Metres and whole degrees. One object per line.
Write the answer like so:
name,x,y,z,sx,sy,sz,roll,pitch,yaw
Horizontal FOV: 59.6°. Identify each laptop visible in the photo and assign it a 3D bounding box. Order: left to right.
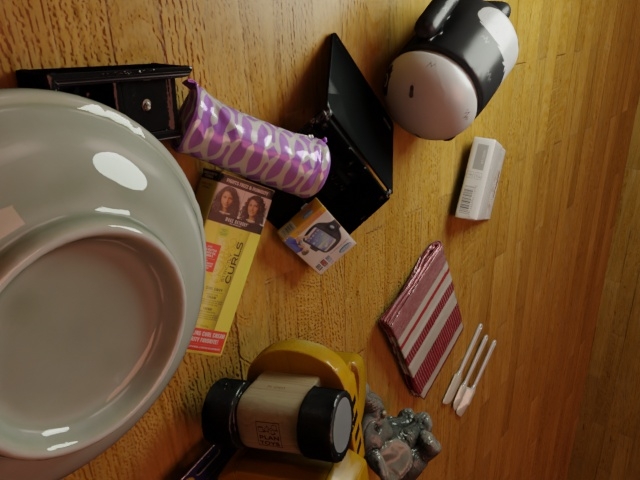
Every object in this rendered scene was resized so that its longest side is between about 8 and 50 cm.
laptop,0.008,-0.138,0.888,0.264,0.137,0.234,-42,138,5

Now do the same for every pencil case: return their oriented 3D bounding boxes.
pencil case,-0.081,-0.120,0.696,0.206,0.086,0.088,17,86,-33

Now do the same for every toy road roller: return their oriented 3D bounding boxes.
toy road roller,-0.017,0.308,0.853,0.240,0.202,0.330,-40,126,-62

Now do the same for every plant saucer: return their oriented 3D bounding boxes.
plant saucer,-0.233,0.074,0.500,0.400,0.100,0.401,-29,128,-46

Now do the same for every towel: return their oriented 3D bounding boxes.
towel,0.241,0.189,1.269,0.237,0.037,0.329,-52,138,-26

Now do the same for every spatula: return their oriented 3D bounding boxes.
spatula,0.418,0.362,1.555,0.168,0.019,0.242,41,72,-43

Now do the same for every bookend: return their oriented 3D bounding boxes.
bookend,-0.216,-0.103,0.594,0.156,0.072,0.157,-20,119,-44

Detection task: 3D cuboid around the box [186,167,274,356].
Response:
box,-0.141,0.029,0.730,0.087,0.058,0.232,19,91,-36

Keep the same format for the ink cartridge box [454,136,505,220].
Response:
ink cartridge box,0.378,-0.138,1.304,0.224,0.056,0.181,-9,112,-67

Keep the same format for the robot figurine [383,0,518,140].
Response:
robot figurine,0.223,-0.298,0.957,0.209,0.173,0.278,42,67,-11

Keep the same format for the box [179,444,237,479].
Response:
box,-0.152,0.398,0.888,0.136,0.036,0.225,-42,132,-31

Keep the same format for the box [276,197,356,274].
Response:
box,0.000,0.000,0.881,0.081,0.028,0.136,-41,136,4

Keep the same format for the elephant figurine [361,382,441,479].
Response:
elephant figurine,0.114,0.409,1.138,0.239,0.186,0.169,21,131,-40
